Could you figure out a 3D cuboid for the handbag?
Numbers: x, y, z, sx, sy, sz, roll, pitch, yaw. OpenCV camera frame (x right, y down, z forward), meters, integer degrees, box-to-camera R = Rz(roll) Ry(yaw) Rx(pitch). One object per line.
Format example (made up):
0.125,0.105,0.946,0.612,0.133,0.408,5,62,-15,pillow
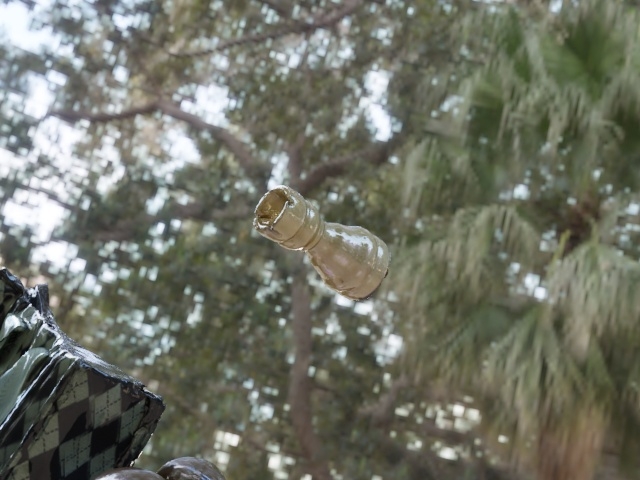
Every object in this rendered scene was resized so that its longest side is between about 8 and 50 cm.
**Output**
-0.380,0.219,1.515,0.180,0.317,0.416,31,-4,-32,handbag

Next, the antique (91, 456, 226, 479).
-0.168,0.297,1.298,0.121,0.144,0.257,-12,-4,27,antique

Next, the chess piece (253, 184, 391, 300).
0.000,0.000,1.104,0.066,0.066,0.122,-8,-33,46,chess piece
